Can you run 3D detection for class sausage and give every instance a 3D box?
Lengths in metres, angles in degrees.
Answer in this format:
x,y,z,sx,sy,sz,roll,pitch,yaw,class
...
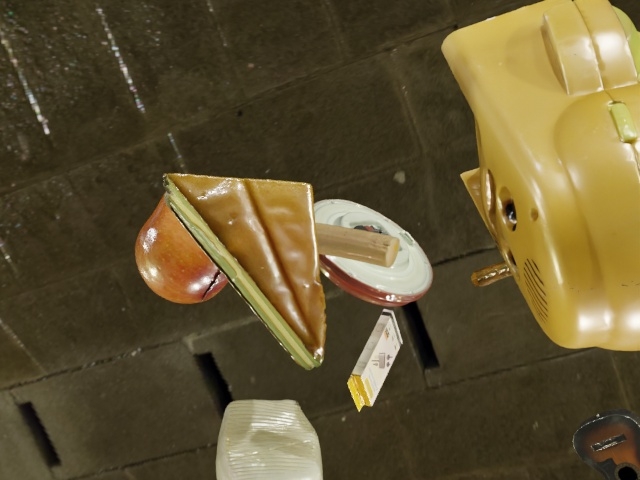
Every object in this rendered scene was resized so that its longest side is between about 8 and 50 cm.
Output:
x,y,z,sx,sy,sz,roll,pitch,yaw,class
0.001,-0.001,1.378,0.301,0.066,0.065,11,109,24,sausage

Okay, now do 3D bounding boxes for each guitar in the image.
x,y,z,sx,sy,sz,roll,pitch,yaw,class
0.405,0.322,0.911,0.088,0.025,0.233,-33,82,29,guitar

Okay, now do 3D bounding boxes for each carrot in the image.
x,y,z,sx,sy,sz,roll,pitch,yaw,class
0.412,0.070,1.658,0.171,0.042,0.042,-25,102,50,carrot

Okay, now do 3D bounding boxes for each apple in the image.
x,y,z,sx,sy,sz,roll,pitch,yaw,class
-0.265,-0.001,1.527,0.206,0.251,0.271,34,74,-13,apple

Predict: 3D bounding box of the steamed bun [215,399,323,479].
x,y,z,sx,sy,sz,roll,pitch,yaw,class
-0.126,0.564,1.752,0.247,0.383,0.236,-2,111,-14,steamed bun

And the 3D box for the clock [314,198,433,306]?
x,y,z,sx,sy,sz,roll,pitch,yaw,class
0.107,0.014,1.601,0.318,0.318,0.080,33,120,0,clock

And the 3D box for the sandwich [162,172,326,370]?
x,y,z,sx,sy,sz,roll,pitch,yaw,class
-0.078,0.037,0.718,0.144,0.117,0.187,-3,77,-10,sandwich

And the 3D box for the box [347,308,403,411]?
x,y,z,sx,sy,sz,roll,pitch,yaw,class
0.145,0.310,1.879,0.033,0.247,0.129,7,136,29,box

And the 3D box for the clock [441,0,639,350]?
x,y,z,sx,sy,sz,roll,pitch,yaw,class
0.241,-0.046,0.668,0.200,0.317,0.244,-14,137,10,clock
